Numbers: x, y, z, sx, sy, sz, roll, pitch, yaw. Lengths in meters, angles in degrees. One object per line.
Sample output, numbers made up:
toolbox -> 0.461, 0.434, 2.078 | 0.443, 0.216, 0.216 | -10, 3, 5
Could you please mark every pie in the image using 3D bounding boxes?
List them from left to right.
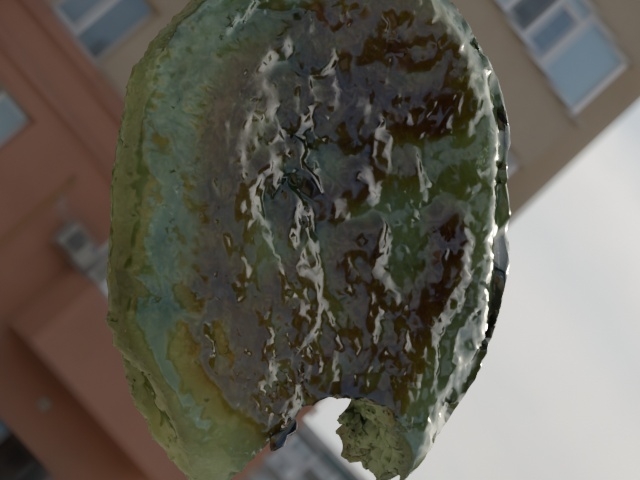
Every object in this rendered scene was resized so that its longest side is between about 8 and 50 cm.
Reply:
pie -> 0.000, -0.008, 0.976 | 0.067, 0.302, 0.302 | 5, -41, 50
